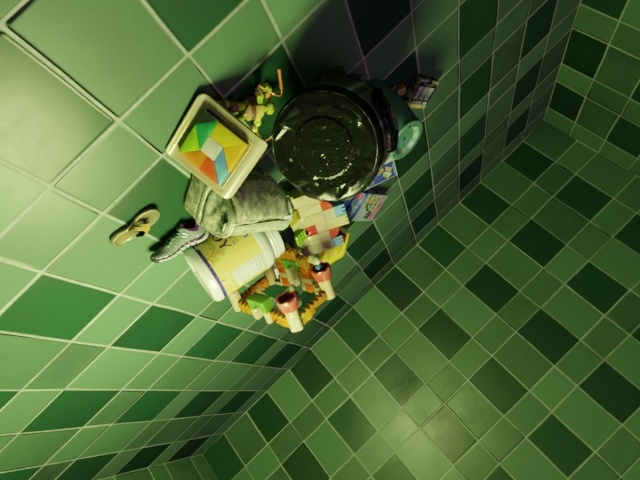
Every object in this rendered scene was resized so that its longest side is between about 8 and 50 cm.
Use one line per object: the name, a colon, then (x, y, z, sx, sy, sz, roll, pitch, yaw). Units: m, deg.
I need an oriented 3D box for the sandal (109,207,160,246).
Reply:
sandal: (-0.591, -0.035, 1.350, 0.180, 0.049, 0.072, -39, 153, -11)

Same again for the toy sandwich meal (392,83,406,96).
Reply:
toy sandwich meal: (0.335, -0.640, 1.821, 0.085, 0.029, 0.086, -34, 152, -21)

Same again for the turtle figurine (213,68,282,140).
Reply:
turtle figurine: (-0.221, -0.411, 1.293, 0.217, 0.087, 0.269, -19, 153, -29)

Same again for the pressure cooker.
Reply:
pressure cooker: (0.065, -0.361, 1.417, 0.370, 0.375, 0.420, -59, 177, 30)

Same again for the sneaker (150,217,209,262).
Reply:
sneaker: (-0.515, -0.010, 1.493, 0.223, 0.083, 0.098, -34, 129, -26)

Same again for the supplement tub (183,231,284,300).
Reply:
supplement tub: (-0.331, 0.052, 1.633, 0.331, 0.241, 0.241, -35, 152, -20)

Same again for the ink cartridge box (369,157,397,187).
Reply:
ink cartridge box: (0.203, -0.340, 1.994, 0.307, 0.072, 0.303, -24, 155, 7)

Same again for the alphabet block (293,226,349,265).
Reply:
alphabet block: (0.000, 0.000, 2.082, 0.193, 0.197, 0.192, -30, 151, -27)

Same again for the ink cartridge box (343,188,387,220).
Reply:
ink cartridge box: (0.232, -0.193, 2.294, 0.311, 0.065, 0.186, -2, 131, -52)

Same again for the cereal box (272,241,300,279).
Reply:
cereal box: (-0.190, 0.109, 2.115, 0.173, 0.047, 0.240, -34, 153, 0)

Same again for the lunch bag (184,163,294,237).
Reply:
lunch bag: (-0.270, -0.125, 1.446, 0.305, 0.256, 0.213, -11, 139, -49)

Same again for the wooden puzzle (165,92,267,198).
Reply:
wooden puzzle: (-0.309, -0.270, 1.225, 0.221, 0.238, 0.044, -50, -172, 19)

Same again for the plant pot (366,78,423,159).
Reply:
plant pot: (0.265, -0.472, 1.713, 0.271, 0.255, 0.272, -34, 153, -20)

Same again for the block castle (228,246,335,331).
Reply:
block castle: (-0.184, 0.179, 1.775, 0.303, 0.453, 0.213, -38, 122, -37)

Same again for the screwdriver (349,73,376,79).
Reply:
screwdriver: (0.162, -0.631, 1.611, 0.170, 0.025, 0.024, -30, 151, -45)

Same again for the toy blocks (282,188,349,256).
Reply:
toy blocks: (0.001, -0.102, 1.810, 0.260, 0.191, 0.381, -19, 122, 0)

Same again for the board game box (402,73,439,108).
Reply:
board game box: (0.456, -0.680, 1.918, 0.170, 0.048, 0.141, -14, 143, -47)
